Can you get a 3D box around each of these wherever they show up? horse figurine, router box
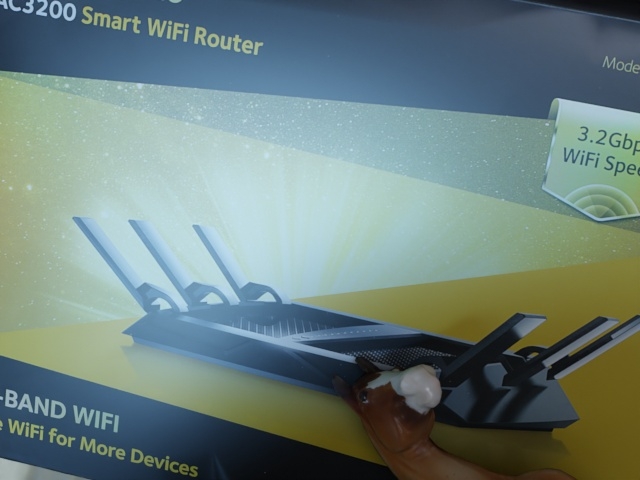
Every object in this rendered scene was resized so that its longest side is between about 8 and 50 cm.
[{"bbox_3d":[0.128,0.138,0.443,0.263,0.174,0.066,39,68,-15],"label":"horse figurine"},{"bbox_3d":[0.000,0.000,0.531,0.308,0.081,0.243,11,108,8],"label":"router box"}]
